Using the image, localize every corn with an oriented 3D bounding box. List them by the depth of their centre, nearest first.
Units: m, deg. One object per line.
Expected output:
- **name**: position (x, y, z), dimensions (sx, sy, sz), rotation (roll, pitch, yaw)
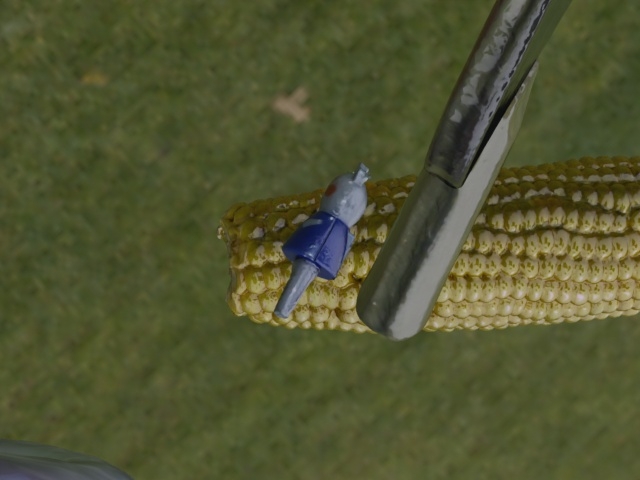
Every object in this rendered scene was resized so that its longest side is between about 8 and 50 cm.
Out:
- **corn**: position (0.096, 0.005, 1.118), dimensions (0.310, 0.101, 0.101), rotation (-5, 140, -11)

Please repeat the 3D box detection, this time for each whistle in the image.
- **whistle**: position (0.000, 0.000, 0.900), dimensions (0.083, 0.029, 0.033), rotation (-60, -173, -15)

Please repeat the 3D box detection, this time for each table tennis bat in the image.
- **table tennis bat**: position (0.056, -0.057, 0.469), dimensions (0.138, 0.022, 0.246), rotation (-55, 173, -41)

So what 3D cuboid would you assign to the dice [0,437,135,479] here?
- **dice**: position (-0.209, 0.191, 0.629), dimensions (0.270, 0.270, 0.271), rotation (8, 84, -29)
